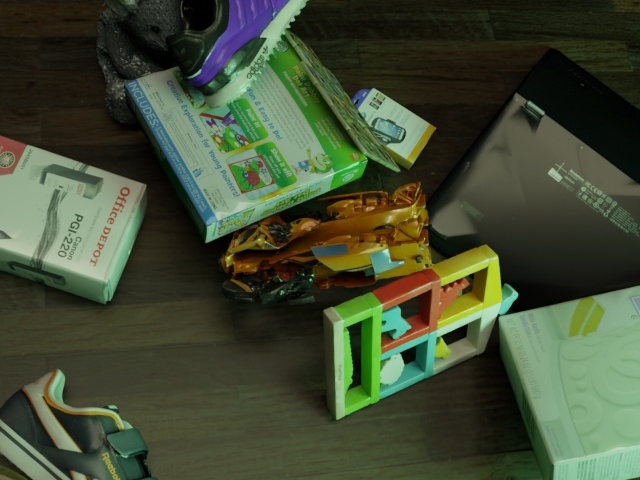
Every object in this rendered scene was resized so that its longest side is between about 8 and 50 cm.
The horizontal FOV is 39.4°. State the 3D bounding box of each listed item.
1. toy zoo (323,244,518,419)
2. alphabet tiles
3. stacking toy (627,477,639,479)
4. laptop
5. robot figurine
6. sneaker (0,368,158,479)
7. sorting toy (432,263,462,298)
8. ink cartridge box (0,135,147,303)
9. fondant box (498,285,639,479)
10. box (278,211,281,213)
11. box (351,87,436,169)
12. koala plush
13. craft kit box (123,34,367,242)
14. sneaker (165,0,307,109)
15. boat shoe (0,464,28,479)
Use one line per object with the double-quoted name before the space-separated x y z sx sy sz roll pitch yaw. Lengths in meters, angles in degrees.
"toy zoo" 0.140 0.116 1.201 0.293 0.192 0.030 -21 45 -20
"alphabet tiles" 0.025 -0.205 1.294 0.009 0.198 0.237 -37 76 13
"stacking toy" 0.540 0.441 1.186 0.141 0.141 0.330 -21 77 -20
"laptop" 0.416 -0.063 1.433 0.382 0.236 0.408 38 93 5
"robot figurine" 0.000 0.000 1.199 0.291 0.085 0.211 -8 28 8
"sneaker" -0.250 0.282 1.071 0.321 0.126 0.127 39 70 7
"sorting toy" 0.169 0.066 1.322 0.083 0.012 0.062 9 70 -13
"ink cartridge box" -0.360 -0.027 1.199 0.218 0.092 0.158 19 65 -6
"fondant box" 0.430 0.182 1.195 0.330 0.096 0.238 -12 47 0
"box" -0.049 -0.149 1.322 0.156 0.093 0.158 -35 80 -23
"box" 0.104 -0.180 1.407 0.136 0.028 0.081 33 64 5
"koala plush" -0.236 -0.314 1.278 0.196 0.221 0.203 -19 72 -19
"craft kit box" -0.104 -0.151 1.223 0.246 0.061 0.250 -24 69 -18
"sneaker" -0.112 -0.328 1.191 0.146 0.102 0.293 43 55 -30
"boat shoe" -0.399 0.316 1.033 0.341 0.110 0.121 43 56 11
